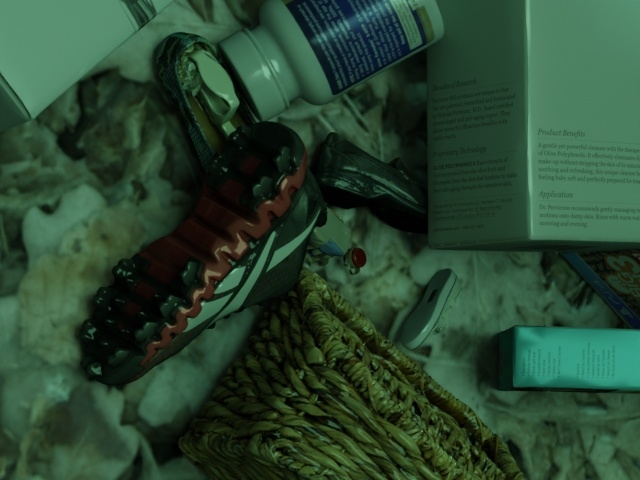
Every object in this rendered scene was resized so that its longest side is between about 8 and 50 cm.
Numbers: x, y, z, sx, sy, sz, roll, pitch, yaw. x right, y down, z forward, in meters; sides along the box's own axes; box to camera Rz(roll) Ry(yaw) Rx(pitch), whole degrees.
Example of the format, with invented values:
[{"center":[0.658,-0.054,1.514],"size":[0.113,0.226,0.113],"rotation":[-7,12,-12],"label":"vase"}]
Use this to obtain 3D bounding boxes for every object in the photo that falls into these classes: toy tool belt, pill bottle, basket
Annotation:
[{"center":[0.000,0.000,1.803],"size":[0.083,0.051,0.052],"rotation":[46,48,-32],"label":"toy tool belt"},{"center":[0.007,-0.188,1.761],"size":[0.187,0.112,0.112],"rotation":[-30,100,-5],"label":"pill bottle"},{"center":[0.069,0.179,1.719],"size":[0.299,0.213,0.223],"rotation":[43,66,-19],"label":"basket"}]

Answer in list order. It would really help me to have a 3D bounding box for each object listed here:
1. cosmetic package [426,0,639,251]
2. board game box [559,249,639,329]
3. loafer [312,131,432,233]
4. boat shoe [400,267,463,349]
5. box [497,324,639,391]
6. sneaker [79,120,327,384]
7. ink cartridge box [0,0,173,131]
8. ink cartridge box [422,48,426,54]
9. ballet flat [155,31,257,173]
[{"center":[0.215,-0.175,1.812],"size":[0.197,0.155,0.365],"rotation":[3,85,-36],"label":"cosmetic package"},{"center":[0.421,-0.039,1.905],"size":[0.141,0.291,0.232],"rotation":[45,65,-19],"label":"board game box"},{"center":[0.070,-0.051,1.838],"size":[0.170,0.062,0.061],"rotation":[22,69,-28],"label":"loafer"},{"center":[0.110,0.073,1.857],"size":[0.035,0.035,0.100],"rotation":[50,48,-24],"label":"boat shoe"},{"center":[0.298,0.118,1.872],"size":[0.244,0.100,0.060],"rotation":[2,84,-3],"label":"box"},{"center":[-0.093,0.031,1.703],"size":[0.276,0.097,0.135],"rotation":[-50,138,-8],"label":"sneaker"},{"center":[-0.208,-0.219,1.598],"size":[0.307,0.223,0.129],"rotation":[-43,107,-27],"label":"ink cartridge box"},{"center":[0.066,-0.316,1.865],"size":[0.333,0.065,0.165],"rotation":[36,69,-21],"label":"ink cartridge box"},{"center":[-0.085,-0.104,1.749],"size":[0.070,0.070,0.188],"rotation":[-40,105,-28],"label":"ballet flat"}]
